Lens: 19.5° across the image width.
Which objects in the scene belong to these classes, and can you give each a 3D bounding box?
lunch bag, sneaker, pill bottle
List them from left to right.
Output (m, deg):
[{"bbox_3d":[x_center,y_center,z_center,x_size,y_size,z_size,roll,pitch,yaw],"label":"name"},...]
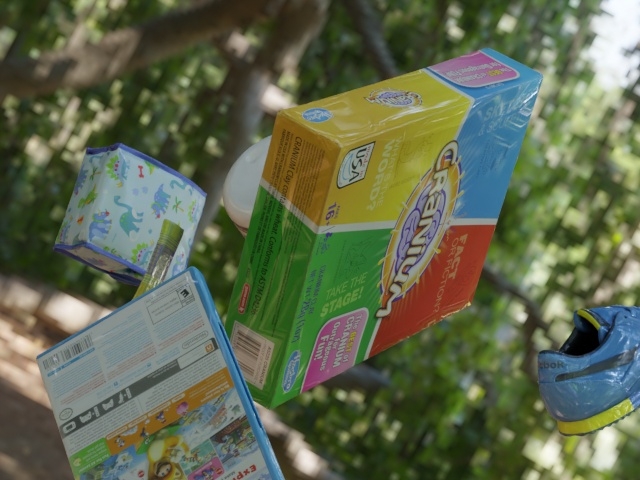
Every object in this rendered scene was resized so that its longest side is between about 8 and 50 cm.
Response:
[{"bbox_3d":[-0.204,-0.022,2.073,0.151,0.129,0.096,25,-16,-33],"label":"lunch bag"},{"bbox_3d":[0.000,0.000,1.830,0.117,0.117,0.215,31,-18,46],"label":"pill bottle"},{"bbox_3d":[0.256,0.077,1.495,0.069,0.209,0.082,-5,-71,56],"label":"sneaker"}]

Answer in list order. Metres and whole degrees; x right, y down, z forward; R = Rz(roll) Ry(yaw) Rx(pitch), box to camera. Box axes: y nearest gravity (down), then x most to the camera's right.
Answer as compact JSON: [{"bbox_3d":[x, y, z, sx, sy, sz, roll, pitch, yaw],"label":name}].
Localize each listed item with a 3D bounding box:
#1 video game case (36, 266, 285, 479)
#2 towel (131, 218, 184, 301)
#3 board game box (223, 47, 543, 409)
[{"bbox_3d":[-0.098,0.110,1.118,0.015,0.119,0.166,48,15,-56],"label":"video game case"},{"bbox_3d":[-0.128,0.025,1.428,0.009,0.083,0.060,22,-4,8],"label":"towel"},{"bbox_3d":[0.053,-0.019,1.561,0.064,0.242,0.316,29,30,26],"label":"board game box"}]
